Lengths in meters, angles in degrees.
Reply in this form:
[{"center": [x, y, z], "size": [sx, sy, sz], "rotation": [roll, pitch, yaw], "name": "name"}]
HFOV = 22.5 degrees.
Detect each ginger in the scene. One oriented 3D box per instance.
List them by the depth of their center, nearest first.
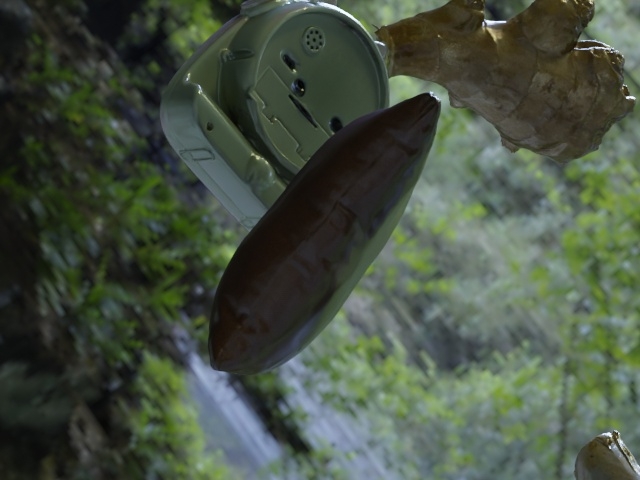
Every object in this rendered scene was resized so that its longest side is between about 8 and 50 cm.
[{"center": [0.270, -0.244, 2.219], "size": [0.375, 0.166, 0.236], "rotation": [21, -45, -36], "name": "ginger"}]

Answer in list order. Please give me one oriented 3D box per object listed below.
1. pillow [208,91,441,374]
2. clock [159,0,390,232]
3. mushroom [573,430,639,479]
[{"center": [0.000, 0.000, 1.504], "size": [0.305, 0.108, 0.308], "rotation": [-52, -2, -3], "name": "pillow"}, {"center": [-0.030, -0.180, 2.018], "size": [0.108, 0.265, 0.324], "rotation": [-2, 47, 54], "name": "clock"}, {"center": [0.417, 0.346, 1.752], "size": [0.123, 0.351, 0.095], "rotation": [-35, -21, -39], "name": "mushroom"}]
